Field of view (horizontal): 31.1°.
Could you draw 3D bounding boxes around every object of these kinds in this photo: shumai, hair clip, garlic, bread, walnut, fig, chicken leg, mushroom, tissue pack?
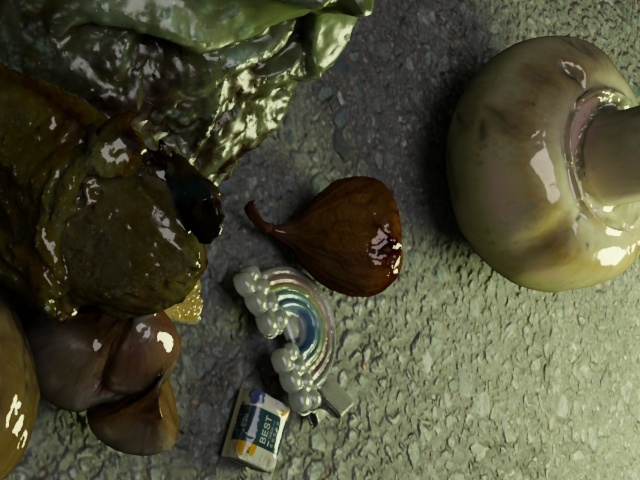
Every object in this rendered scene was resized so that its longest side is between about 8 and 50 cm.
[{"bbox_3d":[-0.094,-0.243,1.101,0.395,0.348,0.395,38,41,-43],"label":"shumai"},{"bbox_3d":[-0.027,0.118,1.361,0.140,0.054,0.220,-34,104,-53],"label":"hair clip"},{"bbox_3d":[-0.214,0.101,1.115,0.160,0.191,0.214,3,88,-3],"label":"garlic"},{"bbox_3d":[-0.164,0.050,1.248,0.070,0.035,0.083,7,74,-44],"label":"bread"},{"bbox_3d":[-0.310,0.118,0.973,0.141,0.204,0.238,-21,102,-20],"label":"walnut"},{"bbox_3d":[0.000,0.000,1.368,0.201,0.133,0.146,-3,59,-25],"label":"fig"},{"bbox_3d":[-0.256,-0.060,0.962,0.361,0.211,0.140,34,21,-4],"label":"chicken leg"},{"bbox_3d":[0.353,-0.098,1.597,0.353,0.353,0.325,-49,149,-35],"label":"mushroom"},{"bbox_3d":[-0.072,0.217,1.310,0.062,0.042,0.083,35,62,-39],"label":"tissue pack"}]
